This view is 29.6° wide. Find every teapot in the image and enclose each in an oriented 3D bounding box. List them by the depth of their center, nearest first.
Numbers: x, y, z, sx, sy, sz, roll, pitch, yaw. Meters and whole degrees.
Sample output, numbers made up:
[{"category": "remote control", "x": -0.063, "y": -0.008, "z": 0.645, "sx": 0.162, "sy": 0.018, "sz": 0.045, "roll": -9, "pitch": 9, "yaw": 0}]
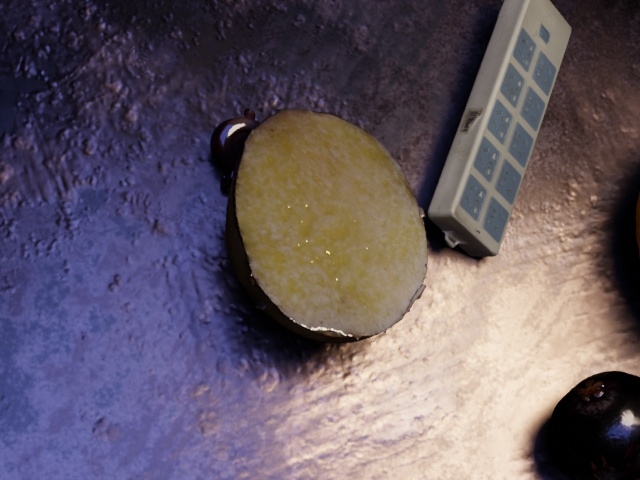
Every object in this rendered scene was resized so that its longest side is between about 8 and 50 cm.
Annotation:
[{"category": "teapot", "x": -0.098, "y": -0.109, "z": 1.425, "sx": 0.067, "sy": 0.045, "sz": 0.100, "roll": 21, "pitch": 86, "yaw": -25}]

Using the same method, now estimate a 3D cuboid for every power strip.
[{"category": "power strip", "x": 0.223, "y": -0.155, "z": 1.465, "sx": 0.106, "sy": 0.043, "sz": 0.367, "roll": 39, "pitch": 63, "yaw": -39}]

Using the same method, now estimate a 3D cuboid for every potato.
[{"category": "potato", "x": 0.000, "y": 0.000, "z": 1.369, "sx": 0.239, "sy": 0.116, "sz": 0.299, "roll": 5, "pitch": 58, "yaw": -19}]

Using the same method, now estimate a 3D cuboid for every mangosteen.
[{"category": "mangosteen", "x": 0.331, "y": 0.222, "z": 1.350, "sx": 0.137, "sy": 0.137, "sz": 0.151, "roll": -41, "pitch": 116, "yaw": -19}]

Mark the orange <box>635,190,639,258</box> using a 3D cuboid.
[{"category": "orange", "x": 0.533, "y": -0.023, "z": 1.365, "sx": 0.340, "sy": 0.293, "sz": 0.341, "roll": 3, "pitch": 74, "yaw": -9}]
